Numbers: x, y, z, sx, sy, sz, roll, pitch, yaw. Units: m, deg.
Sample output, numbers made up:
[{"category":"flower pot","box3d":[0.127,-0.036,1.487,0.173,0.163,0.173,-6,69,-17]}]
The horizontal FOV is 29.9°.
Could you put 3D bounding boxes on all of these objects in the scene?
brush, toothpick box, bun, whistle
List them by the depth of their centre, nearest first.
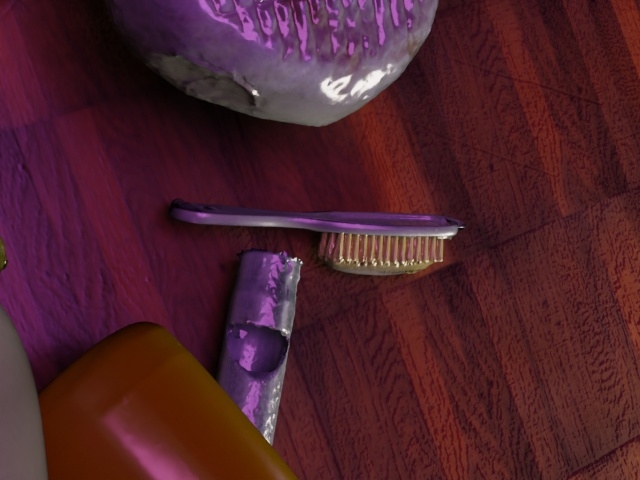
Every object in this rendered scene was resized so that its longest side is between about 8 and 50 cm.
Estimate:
[{"category":"toothpick box","box3d":[-0.101,0.210,0.907,0.271,0.175,0.175,45,62,7]},{"category":"whistle","box3d":[-0.069,0.162,1.039,0.062,0.062,0.312,17,74,-26]},{"category":"bun","box3d":[-0.057,-0.263,1.045,0.354,0.194,0.354,7,76,-30]},{"category":"brush","box3d":[0.000,0.000,1.114,0.297,0.068,0.060,3,101,-24]}]

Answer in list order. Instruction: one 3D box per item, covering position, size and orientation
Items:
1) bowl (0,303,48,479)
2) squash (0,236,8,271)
[{"category":"bowl","box3d":[-0.341,0.066,0.733,0.354,0.354,0.185,6,82,-28]},{"category":"squash","box3d":[-0.394,-0.016,0.873,0.341,0.094,0.094,12,76,-26]}]
